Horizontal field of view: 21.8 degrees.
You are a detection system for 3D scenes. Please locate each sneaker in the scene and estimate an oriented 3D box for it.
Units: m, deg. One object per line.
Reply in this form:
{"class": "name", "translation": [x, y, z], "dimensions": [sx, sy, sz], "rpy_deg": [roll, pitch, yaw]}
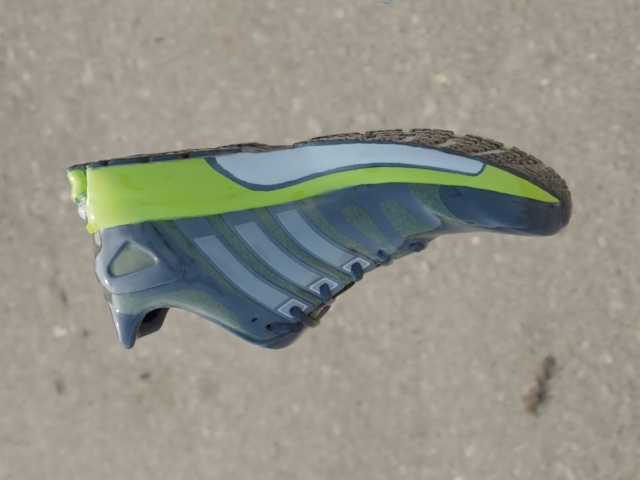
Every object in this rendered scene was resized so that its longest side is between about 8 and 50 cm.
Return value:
{"class": "sneaker", "translation": [0.000, 0.000, 0.973], "dimensions": [0.300, 0.111, 0.121], "rpy_deg": [-3, 97, 20]}

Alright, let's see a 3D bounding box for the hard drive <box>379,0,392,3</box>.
{"class": "hard drive", "translation": [0.027, -0.236, 0.365], "dimensions": [0.203, 0.040, 0.307], "rpy_deg": [46, 114, 29]}
